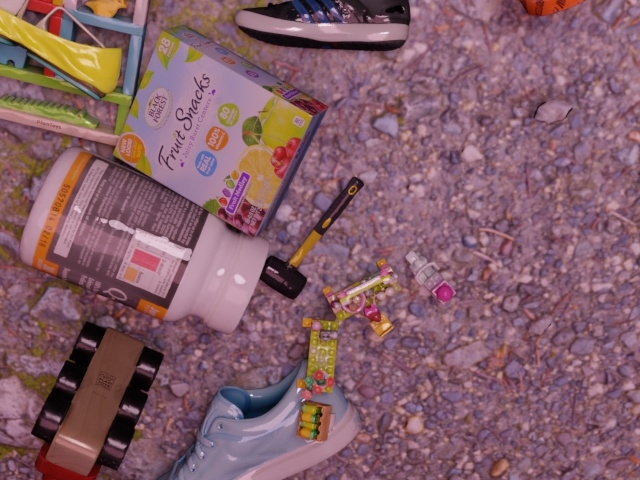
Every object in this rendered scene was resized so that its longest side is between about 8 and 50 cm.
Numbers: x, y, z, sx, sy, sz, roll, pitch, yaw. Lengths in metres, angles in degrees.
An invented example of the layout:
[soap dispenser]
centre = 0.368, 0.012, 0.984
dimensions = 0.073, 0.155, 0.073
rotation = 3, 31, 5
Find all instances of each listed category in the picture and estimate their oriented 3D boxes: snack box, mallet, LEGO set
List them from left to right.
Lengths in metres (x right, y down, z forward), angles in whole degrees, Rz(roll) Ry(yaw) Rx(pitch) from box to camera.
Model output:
[snack box]
centre = -0.122, -0.131, 1.176
dimensions = 0.207, 0.070, 0.174
rotation = 30, 114, 8
[mallet]
centre = 0.000, 0.000, 1.280
dimensions = 0.062, 0.039, 0.190
rotation = 42, 107, -14
[LEGO set]
centre = 0.039, 0.124, 1.247
dimensions = 0.132, 0.107, 0.287
rotation = 41, 87, 0

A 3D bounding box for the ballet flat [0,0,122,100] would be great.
[ballet flat]
centre = -0.334, -0.245, 1.130
dimensions = 0.231, 0.077, 0.077
rotation = 27, 93, -12

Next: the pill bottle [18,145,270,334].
[pill bottle]
centre = -0.215, 0.006, 1.222
dimensions = 0.278, 0.162, 0.162
rotation = 24, 114, -8

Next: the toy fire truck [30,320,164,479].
[toy fire truck]
centre = -0.307, 0.273, 1.332
dimensions = 0.158, 0.217, 0.246
rotation = 25, 125, -9

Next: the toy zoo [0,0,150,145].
[toy zoo]
centre = -0.302, -0.270, 1.166
dimensions = 0.192, 0.030, 0.293
rotation = 13, 115, -3

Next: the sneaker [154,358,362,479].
[sneaker]
centre = -0.132, 0.279, 1.376
dimensions = 0.366, 0.135, 0.150
rotation = -30, 103, 7

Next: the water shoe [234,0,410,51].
[water shoe]
centre = 0.003, -0.267, 1.143
dimensions = 0.203, 0.073, 0.080
rotation = 5, 89, 1

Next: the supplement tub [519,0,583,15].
[supplement tub]
centre = 0.193, -0.409, 0.978
dimensions = 0.207, 0.207, 0.338
rotation = -32, 111, 16
